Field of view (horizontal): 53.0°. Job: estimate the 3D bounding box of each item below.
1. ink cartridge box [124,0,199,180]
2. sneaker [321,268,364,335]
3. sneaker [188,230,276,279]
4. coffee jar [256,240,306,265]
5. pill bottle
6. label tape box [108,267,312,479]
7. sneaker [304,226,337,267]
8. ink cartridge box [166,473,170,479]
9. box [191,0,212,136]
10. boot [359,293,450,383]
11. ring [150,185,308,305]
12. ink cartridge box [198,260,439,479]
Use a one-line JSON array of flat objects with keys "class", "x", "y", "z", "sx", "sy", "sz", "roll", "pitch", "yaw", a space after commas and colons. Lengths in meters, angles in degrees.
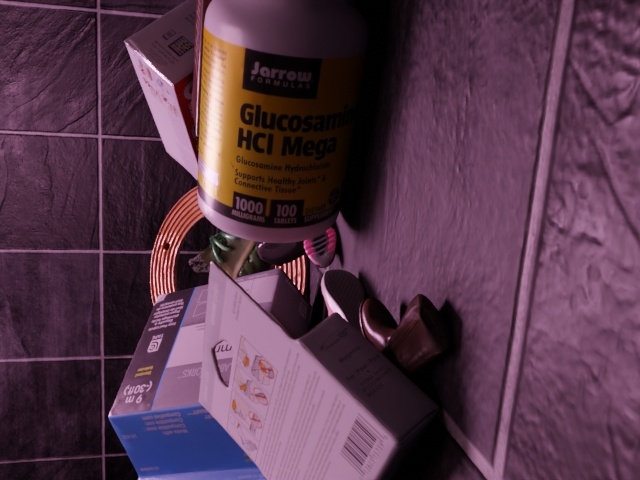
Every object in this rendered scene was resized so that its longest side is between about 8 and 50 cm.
[{"class": "ink cartridge box", "x": -0.164, "y": -0.285, "z": 1.140, "sx": 0.130, "sy": 0.272, "sz": 0.309, "roll": 42, "pitch": 162, "yaw": 18}, {"class": "sneaker", "x": 0.026, "y": 0.094, "z": 0.729, "sx": 0.134, "sy": 0.051, "sz": 0.070, "roll": -115, "pitch": 34, "yaw": -52}, {"class": "sneaker", "x": -0.149, "y": 0.019, "z": 1.184, "sx": 0.158, "sy": 0.182, "sz": 0.410, "roll": -132, "pitch": 45, "yaw": -71}, {"class": "coffee jar", "x": -0.057, "y": -0.057, "z": 0.993, "sx": 0.096, "sy": 0.079, "sz": 0.184, "roll": -30, "pitch": 54, "yaw": 34}, {"class": "pill bottle", "x": -0.046, "y": -0.179, "z": 0.756, "sx": 0.188, "sy": 0.188, "sz": 0.333, "roll": -109, "pitch": 24, "yaw": -55}, {"class": "label tape box", "x": -0.163, "y": 0.214, "z": 0.914, "sx": 0.106, "sy": 0.241, "sz": 0.333, "roll": 56, "pitch": -148, "yaw": -37}, {"class": "sneaker", "x": 0.000, "y": 0.000, "z": 0.888, "sx": 0.119, "sy": 0.047, "sz": 0.057, "roll": -103, "pitch": -3, "yaw": -47}, {"class": "ink cartridge box", "x": -0.159, "y": 0.348, "z": 0.970, "sx": 0.109, "sy": 0.151, "sz": 0.063, "roll": -107, "pitch": 27, "yaw": -52}, {"class": "box", "x": -0.070, "y": -0.332, "z": 0.858, "sx": 0.143, "sy": 0.191, "sz": 0.381, "roll": -109, "pitch": 24, "yaw": -55}, {"class": "boot", "x": 0.073, "y": 0.072, "z": 0.570, "sx": 0.114, "sy": 0.037, "sz": 0.106, "roll": 104, "pitch": 148, "yaw": -54}, {"class": "ring", "x": -0.163, "y": 0.057, "z": 1.116, "sx": 0.032, "sy": 0.337, "sz": 0.336, "roll": 6, "pitch": -97, "yaw": -60}, {"class": "ink cartridge box", "x": -0.025, "y": 0.169, "z": 0.659, "sx": 0.239, "sy": 0.060, "sz": 0.275, "roll": 42, "pitch": 141, "yaw": 24}]
